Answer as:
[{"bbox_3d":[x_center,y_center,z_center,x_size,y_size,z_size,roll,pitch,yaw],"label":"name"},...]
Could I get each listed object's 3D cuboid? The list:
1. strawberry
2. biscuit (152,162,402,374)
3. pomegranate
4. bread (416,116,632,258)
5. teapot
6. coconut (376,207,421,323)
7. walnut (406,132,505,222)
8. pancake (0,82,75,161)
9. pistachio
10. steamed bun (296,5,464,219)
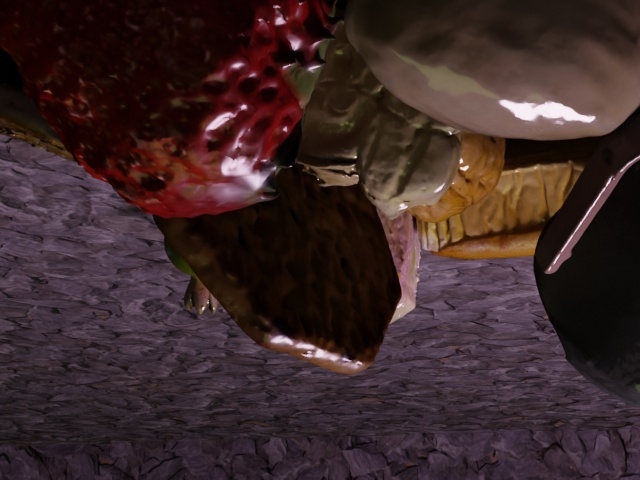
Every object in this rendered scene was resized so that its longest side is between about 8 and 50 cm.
[{"bbox_3d":[-0.128,-0.157,1.434,0.276,0.257,0.257,20,163,-6],"label":"strawberry"},{"bbox_3d":[-0.048,-0.038,1.674,0.046,0.359,0.359,-32,150,26],"label":"biscuit"},{"bbox_3d":[-0.137,0.019,2.258,0.114,0.142,0.114,7,-171,-1],"label":"pomegranate"},{"bbox_3d":[0.238,-0.056,1.932,0.288,0.119,0.152,-5,-156,20],"label":"bread"},{"bbox_3d":[0.335,-0.027,1.645,0.300,0.253,0.344,-7,141,-30],"label":"teapot"},{"bbox_3d":[0.000,0.000,1.963,0.233,0.245,0.233,-1,165,0],"label":"coconut"},{"bbox_3d":[0.106,-0.099,1.803,0.144,0.144,0.180,-8,155,32],"label":"walnut"},{"bbox_3d":[-0.229,-0.106,1.792,0.356,0.065,0.356,15,180,0],"label":"pancake"},{"bbox_3d":[0.150,-0.176,1.465,0.288,0.166,0.197,16,132,-31],"label":"pistachio"},{"bbox_3d":[0.057,-0.119,1.673,0.177,0.192,0.106,0,-167,15],"label":"steamed bun"}]
